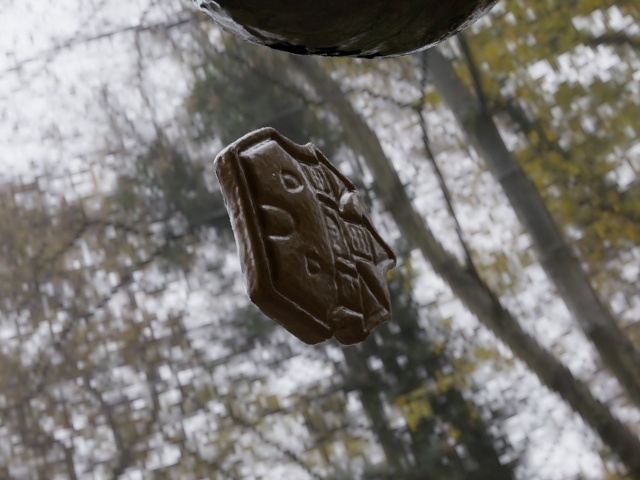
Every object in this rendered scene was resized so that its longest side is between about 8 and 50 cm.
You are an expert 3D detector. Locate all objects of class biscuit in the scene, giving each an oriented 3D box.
[{"bbox_3d":[0.002,-0.001,1.349,0.034,0.182,0.215,-25,-21,29],"label":"biscuit"}]

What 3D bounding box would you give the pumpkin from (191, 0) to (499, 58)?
[{"bbox_3d":[0.024,-0.259,0.983,0.315,0.315,0.238,19,-18,-37],"label":"pumpkin"}]
